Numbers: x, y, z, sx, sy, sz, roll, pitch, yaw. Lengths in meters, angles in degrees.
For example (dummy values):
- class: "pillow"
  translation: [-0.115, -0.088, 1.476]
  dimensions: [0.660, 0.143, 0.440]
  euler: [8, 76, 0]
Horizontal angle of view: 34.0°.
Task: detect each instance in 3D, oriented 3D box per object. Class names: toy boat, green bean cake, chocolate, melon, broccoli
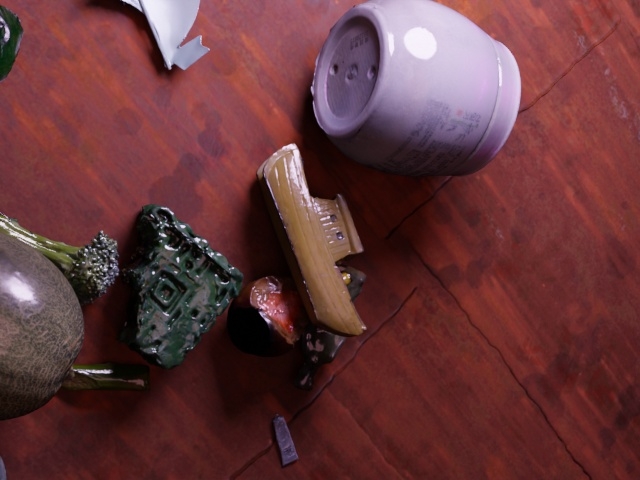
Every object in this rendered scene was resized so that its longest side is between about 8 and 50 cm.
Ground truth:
- class: "toy boat"
  translation: [-0.271, -0.399, 1.546]
  dimensions: [0.210, 0.070, 0.291]
  euler: [-4, 99, -22]
- class: "green bean cake"
  translation: [-0.242, 0.074, 1.587]
  dimensions: [0.193, 0.107, 0.208]
  euler: [42, 80, -23]
- class: "chocolate"
  translation: [-0.074, 0.117, 1.657]
  dimensions: [0.133, 0.127, 0.124]
  euler: [-15, 113, -46]
- class: "melon"
  translation: [-0.475, 0.100, 1.406]
  dimensions: [0.329, 0.248, 0.248]
  euler: [34, 81, -8]
- class: "toy boat"
  translation: [0.000, 0.000, 1.649]
  dimensions: [0.121, 0.089, 0.321]
  euler: [-20, 85, -20]
- class: "broccoli"
  translation: [-0.394, 0.019, 1.529]
  dimensions: [0.204, 0.122, 0.118]
  euler: [25, 70, -10]

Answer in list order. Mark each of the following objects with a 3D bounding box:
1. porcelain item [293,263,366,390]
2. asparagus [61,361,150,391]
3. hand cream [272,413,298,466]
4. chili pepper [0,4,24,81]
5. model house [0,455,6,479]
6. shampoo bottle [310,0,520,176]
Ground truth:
- class: "porcelain item"
  translation: [0.008, 0.144, 1.722]
  dimensions: [0.081, 0.069, 0.215]
  euler: [19, 87, -28]
- class: "asparagus"
  translation: [-0.346, 0.207, 1.590]
  dimensions: [0.178, 0.041, 0.045]
  euler: [4, 85, -23]
- class: "hand cream"
  translation: [-0.061, 0.331, 1.740]
  dimensions: [0.030, 0.019, 0.093]
  euler: [-22, 106, -19]
- class: "chili pepper"
  translation: [-0.532, -0.259, 1.417]
  dimensions: [0.265, 0.116, 0.148]
  euler: [-8, 102, -22]
- class: "model house"
  translation: [-0.527, 0.402, 1.510]
  dimensions: [0.152, 0.106, 0.165]
  euler: [-5, 62, -12]
- class: "shampoo bottle"
  translation: [0.148, -0.235, 1.635]
  dimensions: [0.266, 0.273, 0.273]
  euler: [10, 91, -33]
